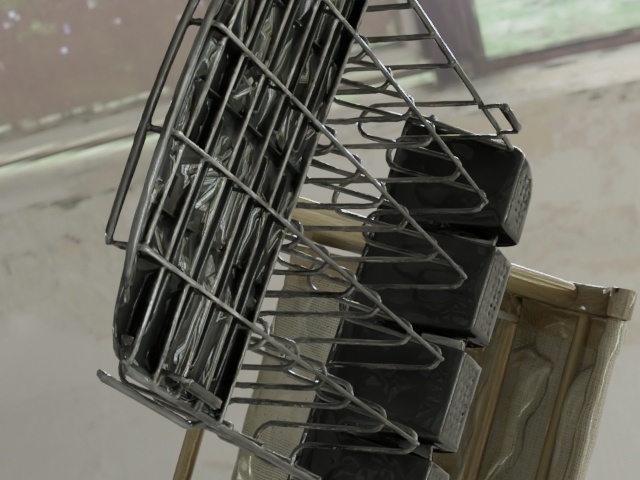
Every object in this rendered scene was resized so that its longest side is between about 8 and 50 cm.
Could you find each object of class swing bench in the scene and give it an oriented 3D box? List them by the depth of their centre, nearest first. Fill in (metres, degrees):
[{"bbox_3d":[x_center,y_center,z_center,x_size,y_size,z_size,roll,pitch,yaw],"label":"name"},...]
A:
[{"bbox_3d":[0.040,0.121,0.890,0.254,0.253,0.165,16,178,-7],"label":"swing bench"}]

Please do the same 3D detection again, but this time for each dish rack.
[{"bbox_3d":[0.000,0.000,0.532,0.074,0.271,0.208,8,-110,30],"label":"dish rack"}]
